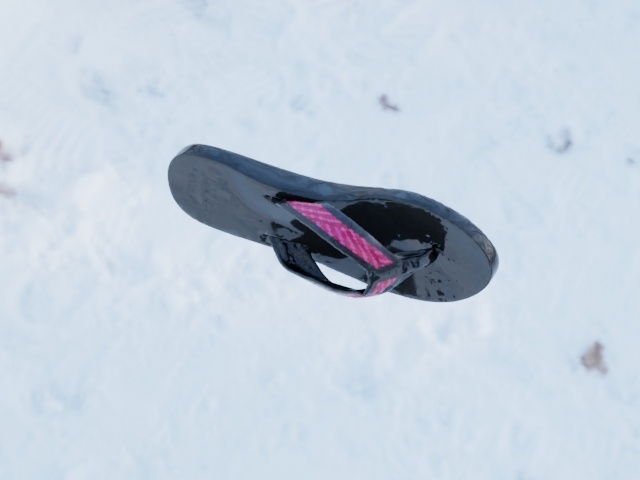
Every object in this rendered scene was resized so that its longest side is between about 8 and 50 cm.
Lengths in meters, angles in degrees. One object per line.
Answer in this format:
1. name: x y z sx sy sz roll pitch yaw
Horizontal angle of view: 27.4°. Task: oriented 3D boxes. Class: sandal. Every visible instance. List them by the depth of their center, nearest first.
1. sandal: 0.000 0.000 0.659 0.179 0.067 0.040 16 45 14
